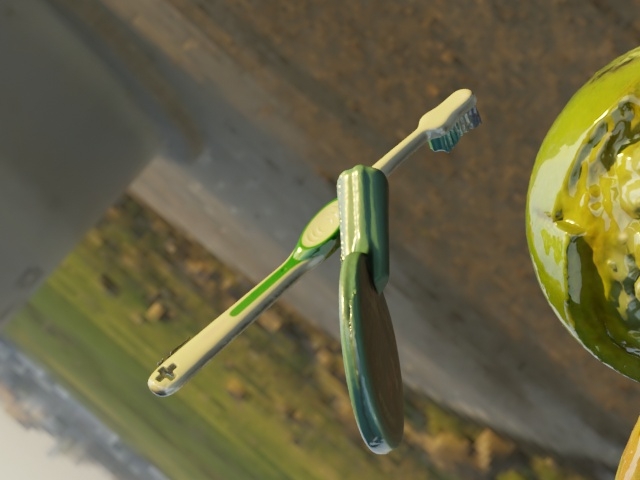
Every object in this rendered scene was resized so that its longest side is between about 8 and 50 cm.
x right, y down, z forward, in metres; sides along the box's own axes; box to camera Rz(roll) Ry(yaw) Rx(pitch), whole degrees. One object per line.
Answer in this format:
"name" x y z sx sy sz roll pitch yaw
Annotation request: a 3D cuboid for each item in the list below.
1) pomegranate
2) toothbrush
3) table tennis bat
"pomegranate" 0.218 0.033 0.907 0.236 0.301 0.236 8 -171 -1
"toothbrush" -0.002 -0.003 1.600 0.042 0.418 0.040 30 153 42
"table tennis bat" 0.030 0.039 1.115 0.033 0.201 0.124 -8 146 11
